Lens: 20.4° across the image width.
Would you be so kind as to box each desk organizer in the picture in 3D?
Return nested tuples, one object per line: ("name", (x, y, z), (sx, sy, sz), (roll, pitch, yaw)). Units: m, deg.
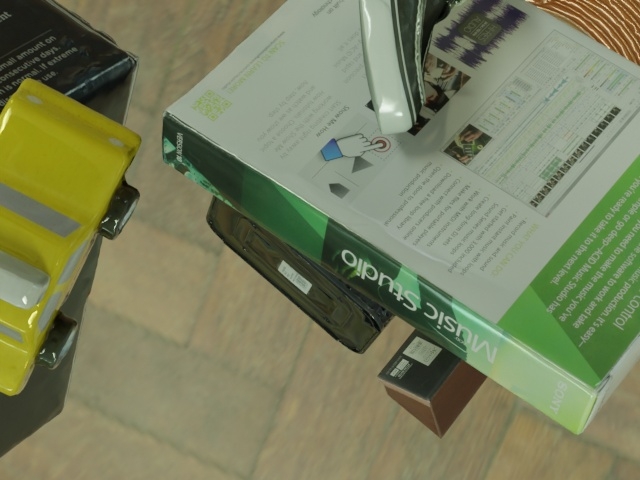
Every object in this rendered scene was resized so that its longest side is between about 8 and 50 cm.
("desk organizer", (0.101, 0.074, 1.276), (0.047, 0.130, 0.050), (23, 150, 32))

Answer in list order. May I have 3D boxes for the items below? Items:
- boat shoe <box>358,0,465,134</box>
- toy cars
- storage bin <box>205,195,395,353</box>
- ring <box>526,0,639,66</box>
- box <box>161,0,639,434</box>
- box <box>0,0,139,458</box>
("boat shoe", (0.057, -0.171, 1.067), (0.070, 0.078, 0.219), (-2, 75, 3))
("toy cars", (-0.278, 0.043, 1.058), (0.393, 0.087, 0.176), (-20, 101, 12))
("storage bin", (0.000, 0.000, 1.494), (0.180, 0.122, 0.084), (42, 72, 4))
("ring", (0.155, -0.101, 1.554), (0.336, 0.032, 0.336), (-2, 81, 15))
("box", (0.095, -0.052, 1.117), (0.322, 0.232, 0.058), (33, 148, 19))
("box", (-0.464, -0.055, 1.606), (0.472, 0.297, 0.480), (36, 135, 18))
